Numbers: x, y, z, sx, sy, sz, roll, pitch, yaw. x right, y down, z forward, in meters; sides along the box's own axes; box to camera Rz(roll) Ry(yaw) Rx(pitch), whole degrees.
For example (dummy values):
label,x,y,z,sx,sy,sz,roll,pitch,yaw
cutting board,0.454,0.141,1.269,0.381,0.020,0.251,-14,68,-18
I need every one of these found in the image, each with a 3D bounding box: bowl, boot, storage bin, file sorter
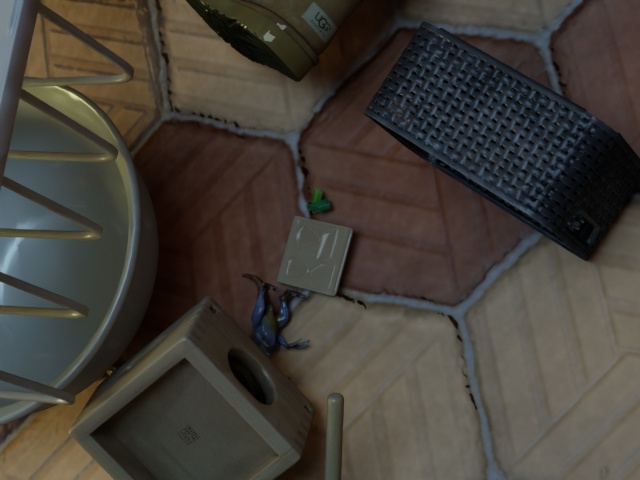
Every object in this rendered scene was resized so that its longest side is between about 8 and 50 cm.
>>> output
label,x,y,z,sx,sy,sz,roll,pitch,yaw
bowl,-0.246,0.022,1.210,0.297,0.134,0.298,-8,72,25
boot,0.020,-0.264,1.188,0.269,0.089,0.236,-47,41,-5
storage bin,0.136,-0.073,1.054,0.180,0.122,0.084,36,93,29
file sorter,-0.268,-0.029,1.060,0.192,0.173,0.278,2,76,27

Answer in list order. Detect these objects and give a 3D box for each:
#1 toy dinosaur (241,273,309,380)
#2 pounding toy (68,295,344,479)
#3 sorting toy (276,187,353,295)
label,x,y,z,sx,sy,sz,roll,pitch,yaw
toy dinosaur,-0.040,0.078,1.159,0.090,0.047,0.082,25,97,62
pounding toy,-0.049,0.148,1.094,0.181,0.094,0.206,-39,100,19
sorting toy,0.000,0.000,1.164,0.062,0.012,0.083,13,85,33
